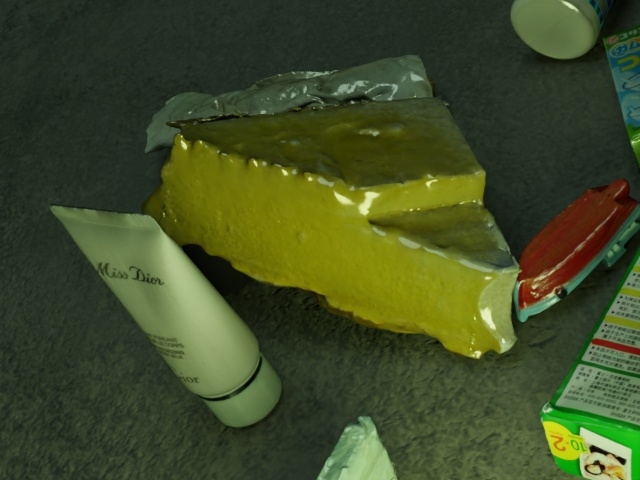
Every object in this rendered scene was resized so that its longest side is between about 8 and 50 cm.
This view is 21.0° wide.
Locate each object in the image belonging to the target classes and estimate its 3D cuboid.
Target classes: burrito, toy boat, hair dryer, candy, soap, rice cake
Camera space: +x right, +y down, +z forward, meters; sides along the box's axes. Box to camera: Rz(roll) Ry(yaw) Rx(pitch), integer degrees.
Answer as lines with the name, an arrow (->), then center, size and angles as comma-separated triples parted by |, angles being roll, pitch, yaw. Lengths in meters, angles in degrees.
burrito -> -0.036, -0.164, 2.102 | 0.392, 0.076, 0.117 | -7, 43, 27
toy boat -> 0.256, 0.013, 1.739 | 0.173, 0.059, 0.069 | -44, 39, -6
hair dryer -> -0.036, 0.030, 1.900 | 0.248, 0.114, 0.070 | 15, 61, 19
candy -> 0.368, -0.158, 1.851 | 0.097, 0.062, 0.194 | -20, 38, 14
soap -> 0.000, 0.000, 1.753 | 0.339, 0.169, 0.304 | -7, 37, -11
rice cake -> 0.015, 0.273, 1.566 | 0.038, 0.124, 0.211 | 8, 46, 31

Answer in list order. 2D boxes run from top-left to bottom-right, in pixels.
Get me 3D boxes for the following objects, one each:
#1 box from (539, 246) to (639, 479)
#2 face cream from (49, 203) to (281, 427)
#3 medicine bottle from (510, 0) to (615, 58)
box -> 0.325, 0.112, 1.552 | 0.180, 0.103, 0.250 | 11, 55, 40
face cream -> -0.140, 0.067, 1.724 | 0.143, 0.314, 0.089 | 8, 54, 40
medicine bottle -> 0.302, -0.311, 2.023 | 0.107, 0.107, 0.191 | 2, 48, 34
